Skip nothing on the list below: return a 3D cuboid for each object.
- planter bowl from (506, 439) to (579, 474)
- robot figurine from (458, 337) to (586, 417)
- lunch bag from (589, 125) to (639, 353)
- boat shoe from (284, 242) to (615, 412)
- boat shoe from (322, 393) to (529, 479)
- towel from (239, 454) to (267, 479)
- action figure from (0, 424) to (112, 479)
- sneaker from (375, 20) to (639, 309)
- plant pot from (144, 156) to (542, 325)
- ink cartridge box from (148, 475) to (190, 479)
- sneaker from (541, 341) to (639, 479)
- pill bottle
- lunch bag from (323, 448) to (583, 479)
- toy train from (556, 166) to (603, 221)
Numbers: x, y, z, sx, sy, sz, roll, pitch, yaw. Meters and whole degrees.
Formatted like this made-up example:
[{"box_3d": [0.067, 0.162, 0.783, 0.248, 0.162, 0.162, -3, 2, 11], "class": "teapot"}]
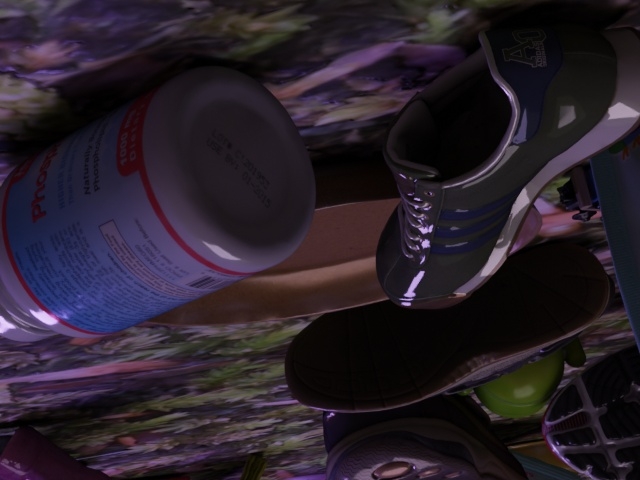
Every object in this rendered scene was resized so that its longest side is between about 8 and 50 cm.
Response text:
[{"box_3d": [0.216, 0.294, 2.227, 0.217, 0.090, 0.217, -11, 166, -3], "class": "planter bowl"}, {"box_3d": [0.146, 0.095, 1.441, 0.101, 0.067, 0.115, -12, 165, -2], "class": "robot figurine"}, {"box_3d": [0.272, 0.042, 0.932, 0.223, 0.262, 0.160, -19, 164, 26], "class": "lunch bag"}, {"box_3d": [0.088, 0.065, 1.257, 0.223, 0.080, 0.073, -20, 158, 19], "class": "boat shoe"}, {"box_3d": [0.086, 0.155, 1.516, 0.132, 0.130, 0.355, -16, 159, 8], "class": "boat shoe"}, {"box_3d": [-0.093, 0.279, 1.944, 0.021, 0.102, 0.237, 28, 163, 1], "class": "towel"}, {"box_3d": [-0.204, 0.272, 1.514, 0.276, 0.248, 0.370, 0, 165, -38], "class": "action figure"}, {"box_3d": [0.058, -0.035, 0.854, 0.086, 0.064, 0.192, 4, 146, -33], "class": "sneaker"}, {"box_3d": [0.000, 0.000, 1.037, 0.236, 0.032, 0.236, -10, 165, -3], "class": "plant pot"}, {"box_3d": [-0.246, 0.298, 1.895, 0.218, 0.092, 0.158, -5, 165, -28], "class": "ink cartridge box"}, {"box_3d": [0.283, 0.111, 1.467, 0.279, 0.107, 0.118, -20, 178, -21], "class": "sneaker"}, {"box_3d": [-0.084, -0.008, 0.827, 0.087, 0.087, 0.160, 4, 160, -46], "class": "pill bottle"}, {"box_3d": [0.136, 0.300, 2.056, 0.224, 0.108, 0.279, 18, 152, -28], "class": "lunch bag"}, {"box_3d": [0.196, -0.026, 1.087, 0.158, 0.027, 0.036, 0, 159, -38], "class": "toy train"}]
